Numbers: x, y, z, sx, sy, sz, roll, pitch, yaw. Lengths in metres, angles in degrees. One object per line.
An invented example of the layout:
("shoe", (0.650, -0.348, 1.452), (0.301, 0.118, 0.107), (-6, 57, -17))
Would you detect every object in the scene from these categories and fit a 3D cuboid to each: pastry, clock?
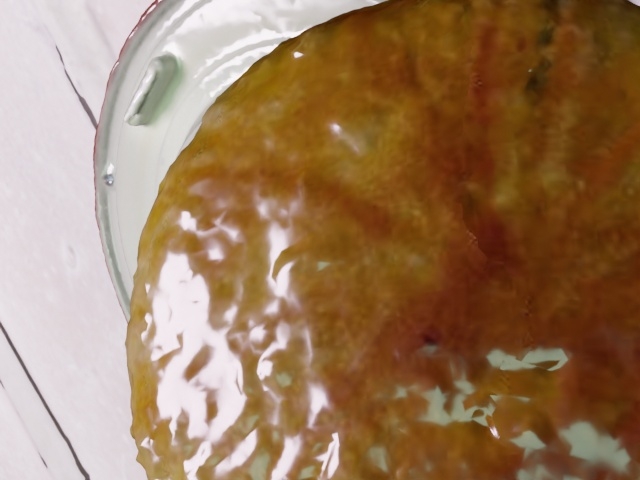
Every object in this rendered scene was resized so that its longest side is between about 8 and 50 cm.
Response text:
("pastry", (0.063, 0.048, 0.530), (0.329, 0.136, 0.329), (-6, 73, 20))
("clock", (0.000, 0.000, 0.714), (0.318, 0.080, 0.318), (11, 111, 32))
